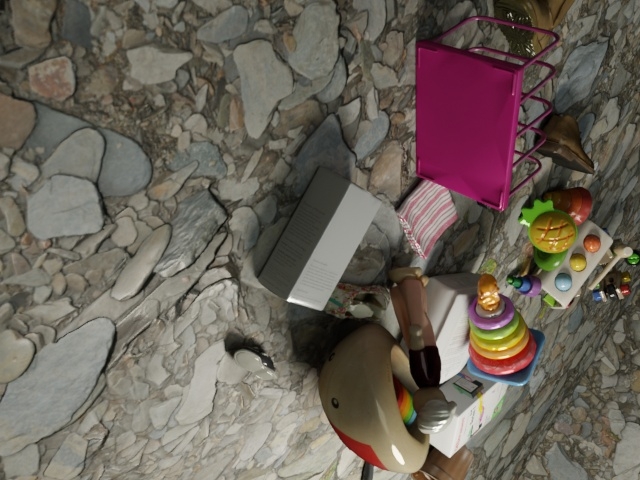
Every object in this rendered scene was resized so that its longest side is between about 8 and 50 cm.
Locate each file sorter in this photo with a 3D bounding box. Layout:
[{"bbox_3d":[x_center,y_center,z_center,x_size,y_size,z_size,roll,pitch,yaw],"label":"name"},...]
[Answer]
[{"bbox_3d":[0.316,-0.249,1.191,0.182,0.202,0.290,-38,139,-30],"label":"file sorter"}]

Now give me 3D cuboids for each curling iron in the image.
[{"bbox_3d":[0.125,0.693,1.791,0.068,0.035,0.273,-14,126,-43],"label":"curling iron"}]

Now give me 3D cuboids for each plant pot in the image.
[{"bbox_3d":[0.411,0.746,2.066,0.165,0.167,0.166,-45,142,-29],"label":"plant pot"}]

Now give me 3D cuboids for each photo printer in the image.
[{"bbox_3d":[0.318,0.237,1.620,0.256,0.107,0.307,-2,117,-49],"label":"photo printer"}]

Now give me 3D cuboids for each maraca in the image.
[{"bbox_3d":[0.639,-0.039,1.764,0.127,0.099,0.186,-39,108,21],"label":"maraca"}]

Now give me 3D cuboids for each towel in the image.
[{"bbox_3d":[0.240,-0.059,1.381,0.144,0.029,0.197,-50,143,-11],"label":"towel"}]

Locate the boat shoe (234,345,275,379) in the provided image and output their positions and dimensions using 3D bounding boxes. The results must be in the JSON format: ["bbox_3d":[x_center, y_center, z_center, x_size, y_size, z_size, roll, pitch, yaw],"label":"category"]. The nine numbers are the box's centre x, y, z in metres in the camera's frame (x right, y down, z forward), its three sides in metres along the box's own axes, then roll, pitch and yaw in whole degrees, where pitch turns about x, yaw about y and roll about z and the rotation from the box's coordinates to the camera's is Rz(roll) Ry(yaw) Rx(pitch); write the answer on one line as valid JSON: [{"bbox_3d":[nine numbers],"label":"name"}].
[{"bbox_3d":[-0.120,0.218,1.162,0.046,0.038,0.125,-20,141,19],"label":"boat shoe"}]

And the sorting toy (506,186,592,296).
[{"bbox_3d":[0.655,-0.005,1.867,0.126,0.127,0.365,15,109,-22],"label":"sorting toy"}]

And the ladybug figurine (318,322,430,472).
[{"bbox_3d":[0.121,0.354,1.374,0.162,0.304,0.449,-16,143,16],"label":"ladybug figurine"}]

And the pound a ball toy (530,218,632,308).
[{"bbox_3d":[0.834,0.080,1.989,0.319,0.208,0.136,-50,180,-9],"label":"pound a ball toy"}]

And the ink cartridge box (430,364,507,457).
[{"bbox_3d":[0.457,0.513,1.974,0.278,0.117,0.201,-27,134,-34],"label":"ink cartridge box"}]

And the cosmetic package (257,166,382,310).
[{"bbox_3d":[0.000,0.000,1.104,0.117,0.086,0.231,25,94,-54],"label":"cosmetic package"}]

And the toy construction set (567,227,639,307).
[{"bbox_3d":[0.981,0.105,2.226,0.309,0.257,0.237,-49,161,23],"label":"toy construction set"}]

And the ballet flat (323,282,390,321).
[{"bbox_3d":[0.088,0.138,1.310,0.241,0.077,0.091,7,109,-52],"label":"ballet flat"}]

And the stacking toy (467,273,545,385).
[{"bbox_3d":[0.415,0.190,1.499,0.175,0.166,0.301,-54,136,-31],"label":"stacking toy"}]

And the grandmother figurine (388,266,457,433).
[{"bbox_3d":[0.217,0.238,1.347,0.208,0.104,0.342,32,45,-52],"label":"grandmother figurine"}]

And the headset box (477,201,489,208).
[{"bbox_3d":[0.409,-0.122,1.526,0.083,0.032,0.062,-47,143,-17],"label":"headset box"}]

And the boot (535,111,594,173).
[{"bbox_3d":[0.677,-0.253,1.688,0.305,0.112,0.115,16,92,-50],"label":"boot"}]

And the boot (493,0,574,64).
[{"bbox_3d":[0.461,-0.521,1.258,0.269,0.089,0.236,-58,154,1],"label":"boot"}]
